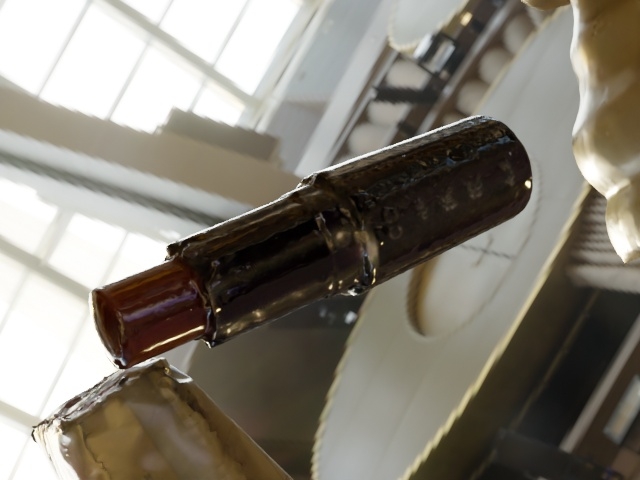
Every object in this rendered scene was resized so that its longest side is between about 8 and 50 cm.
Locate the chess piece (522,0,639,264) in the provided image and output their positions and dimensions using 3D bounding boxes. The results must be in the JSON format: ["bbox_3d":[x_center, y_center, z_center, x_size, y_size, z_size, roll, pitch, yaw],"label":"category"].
[{"bbox_3d":[0.146,-0.132,0.547,0.143,0.260,0.143,-25,174,-3],"label":"chess piece"}]

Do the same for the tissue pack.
[{"bbox_3d":[-0.074,0.198,0.781,0.123,0.256,0.215,-34,-179,-20],"label":"tissue pack"}]

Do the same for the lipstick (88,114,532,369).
[{"bbox_3d":[0.000,0.000,0.717,0.300,0.081,0.081,-23,-179,-27],"label":"lipstick"}]
